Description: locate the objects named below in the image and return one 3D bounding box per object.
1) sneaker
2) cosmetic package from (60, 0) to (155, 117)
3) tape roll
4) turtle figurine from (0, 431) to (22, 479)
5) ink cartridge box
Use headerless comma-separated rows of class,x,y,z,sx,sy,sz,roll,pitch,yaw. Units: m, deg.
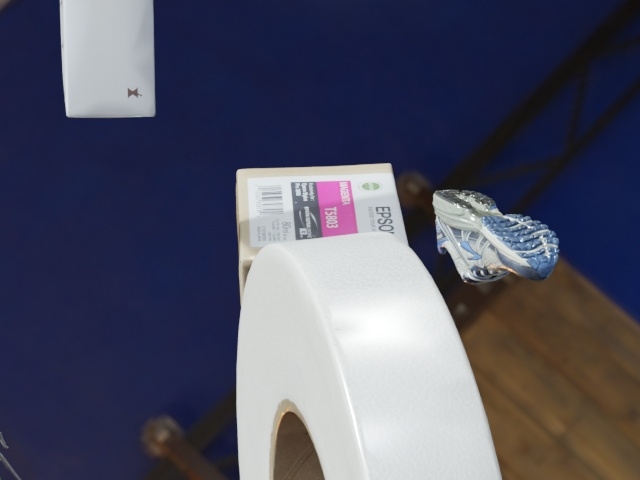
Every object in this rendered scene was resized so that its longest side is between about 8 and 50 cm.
sneaker,0.128,0.008,1.398,0.052,0.135,0.058,-4,-68,-27
cosmetic package,-0.220,-0.315,1.952,0.284,0.097,0.377,-156,65,-80
tape roll,0.024,0.188,1.072,0.072,0.392,0.392,-6,-25,-13
turtle figurine,-0.368,0.253,1.921,0.118,0.234,0.175,-16,48,65
ink cartridge box,0.000,0.000,2.216,0.235,0.193,0.088,-98,6,-61
